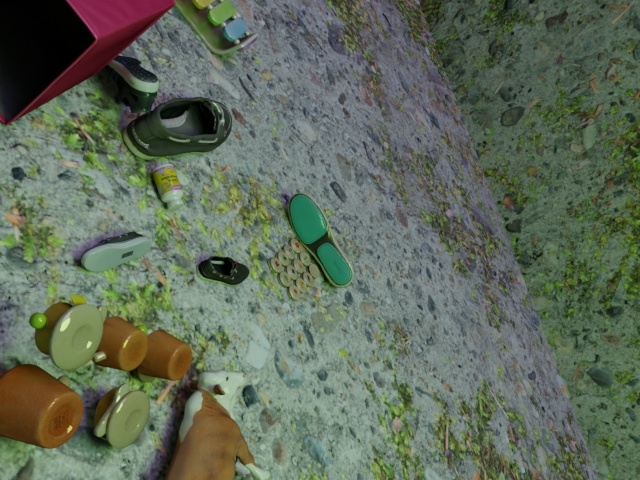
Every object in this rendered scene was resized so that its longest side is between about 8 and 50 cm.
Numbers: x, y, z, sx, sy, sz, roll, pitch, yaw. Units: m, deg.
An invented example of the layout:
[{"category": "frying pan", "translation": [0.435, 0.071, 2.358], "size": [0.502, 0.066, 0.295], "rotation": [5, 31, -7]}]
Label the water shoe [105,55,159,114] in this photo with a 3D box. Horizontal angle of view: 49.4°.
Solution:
[{"category": "water shoe", "translation": [-0.367, -0.296, 1.313], "size": [0.072, 0.080, 0.203], "rotation": [3, 24, -33]}]

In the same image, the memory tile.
[{"category": "memory tile", "translation": [-0.057, 0.064, 1.566], "size": [0.113, 0.012, 0.148], "rotation": [57, 31, -8]}]

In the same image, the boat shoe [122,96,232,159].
[{"category": "boat shoe", "translation": [-0.259, -0.238, 1.425], "size": [0.112, 0.095, 0.335], "rotation": [60, 31, -3]}]

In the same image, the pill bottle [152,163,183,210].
[{"category": "pill bottle", "translation": [-0.288, -0.101, 1.324], "size": [0.043, 0.043, 0.083], "rotation": [-5, 70, -57]}]

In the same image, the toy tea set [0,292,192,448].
[{"category": "toy tea set", "translation": [-0.325, 0.186, 0.983], "size": [0.336, 0.124, 0.200], "rotation": [37, 70, -64]}]

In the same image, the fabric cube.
[{"category": "fabric cube", "translation": [-0.446, -0.389, 1.116], "size": [0.259, 0.254, 0.258], "rotation": [52, 33, -15]}]

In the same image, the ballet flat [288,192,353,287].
[{"category": "ballet flat", "translation": [0.000, 0.000, 1.653], "size": [0.249, 0.086, 0.086], "rotation": [63, 31, -2]}]

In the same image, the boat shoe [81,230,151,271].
[{"category": "boat shoe", "translation": [-0.344, 0.016, 1.155], "size": [0.040, 0.049, 0.142], "rotation": [35, 26, 21]}]

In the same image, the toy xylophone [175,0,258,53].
[{"category": "toy xylophone", "translation": [-0.281, -0.602, 1.697], "size": [0.323, 0.081, 0.236], "rotation": [47, 33, -23]}]

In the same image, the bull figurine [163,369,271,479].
[{"category": "bull figurine", "translation": [-0.166, 0.351, 1.090], "size": [0.188, 0.101, 0.310], "rotation": [50, 32, -22]}]

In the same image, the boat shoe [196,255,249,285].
[{"category": "boat shoe", "translation": [-0.181, 0.058, 1.360], "size": [0.133, 0.042, 0.049], "rotation": [12, 55, -54]}]
